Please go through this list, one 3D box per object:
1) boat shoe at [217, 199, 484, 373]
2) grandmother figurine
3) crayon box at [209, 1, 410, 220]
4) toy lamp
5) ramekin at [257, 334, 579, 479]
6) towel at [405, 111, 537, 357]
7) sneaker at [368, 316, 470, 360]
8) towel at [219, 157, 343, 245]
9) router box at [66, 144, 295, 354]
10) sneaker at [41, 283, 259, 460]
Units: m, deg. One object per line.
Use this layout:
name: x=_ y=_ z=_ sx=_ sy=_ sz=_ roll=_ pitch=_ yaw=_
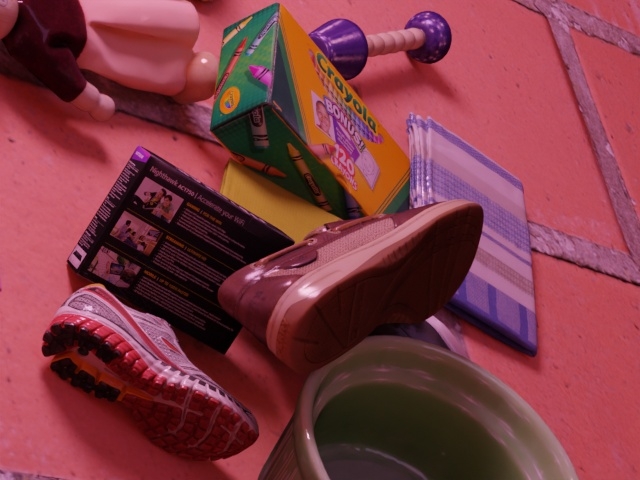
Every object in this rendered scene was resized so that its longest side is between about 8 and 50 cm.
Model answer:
boat shoe: x=0.034 y=0.021 z=1.627 sx=0.123 sy=0.123 sz=0.342 roll=27 pitch=33 yaw=28
grandmother figurine: x=-0.259 y=-0.221 z=1.720 sx=0.342 sy=0.104 sz=0.208 roll=4 pitch=48 yaw=-50
crayon box: x=-0.005 y=-0.103 z=1.852 sx=0.278 sy=0.081 sz=0.165 roll=47 pitch=32 yaw=-36
toy lamp: x=0.067 y=-0.245 z=2.131 sx=0.274 sy=0.080 sz=0.080 roll=-15 pitch=71 yaw=-56
ramekin: x=0.085 y=0.250 z=1.590 sx=0.303 sy=0.148 sz=0.303 roll=21 pitch=38 yaw=-17
towel: x=0.185 y=-0.010 z=2.090 sx=0.209 sy=0.034 sz=0.285 roll=30 pitch=42 yaw=-31
sneaker: x=0.033 y=0.107 z=1.754 sx=0.296 sy=0.104 sz=0.147 roll=44 pitch=36 yaw=2
towel: x=0.000 y=0.000 z=1.740 sx=0.237 sy=0.021 sz=0.102 roll=29 pitch=28 yaw=-13
router box: x=-0.132 y=0.011 z=1.625 sx=0.179 sy=0.133 sz=0.046 roll=32 pitch=2 yaw=-27
sneaker: x=-0.144 y=0.117 z=1.553 sx=0.225 sy=0.088 sz=0.093 roll=39 pitch=35 yaw=-17
